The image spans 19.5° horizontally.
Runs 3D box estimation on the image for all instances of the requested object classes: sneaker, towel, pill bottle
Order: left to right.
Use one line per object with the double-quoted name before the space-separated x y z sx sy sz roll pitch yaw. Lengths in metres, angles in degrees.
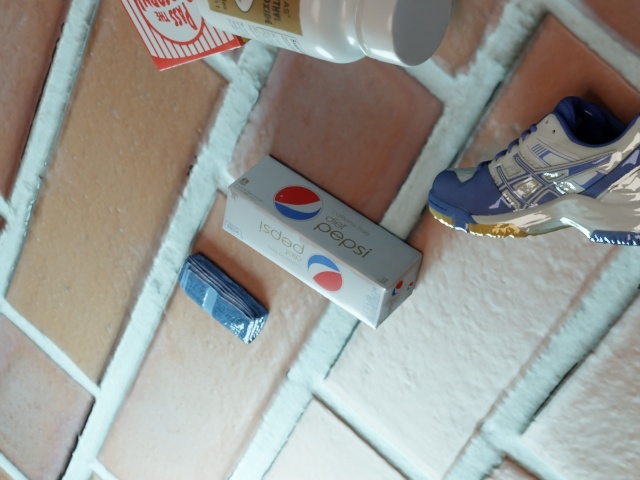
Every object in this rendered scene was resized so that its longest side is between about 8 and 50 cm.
"towel" -0.119 0.071 2.227 0.119 0.029 0.067 39 142 12
"pill bottle" 0.003 -0.238 1.756 0.229 0.131 0.131 19 134 32
"sneaker" 0.223 -0.072 1.727 0.296 0.112 0.131 2 105 42

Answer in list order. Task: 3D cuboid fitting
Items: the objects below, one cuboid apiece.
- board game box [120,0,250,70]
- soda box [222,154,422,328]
"board game box" -0.159 -0.283 1.948 0.146 0.045 0.193 -11 114 49
"soda box" 0.000 0.000 2.011 0.216 0.074 0.069 33 140 19
